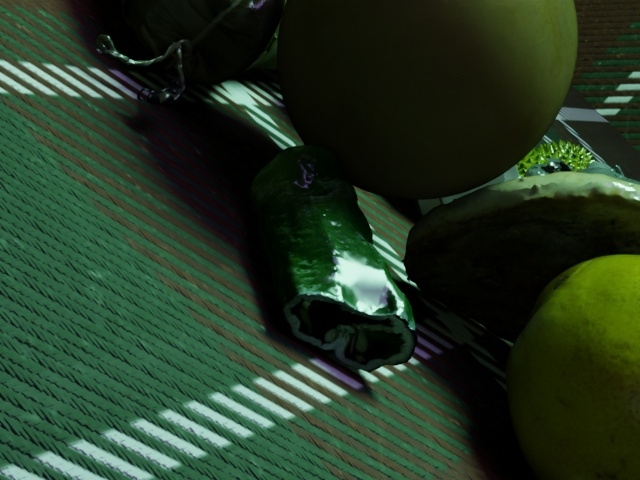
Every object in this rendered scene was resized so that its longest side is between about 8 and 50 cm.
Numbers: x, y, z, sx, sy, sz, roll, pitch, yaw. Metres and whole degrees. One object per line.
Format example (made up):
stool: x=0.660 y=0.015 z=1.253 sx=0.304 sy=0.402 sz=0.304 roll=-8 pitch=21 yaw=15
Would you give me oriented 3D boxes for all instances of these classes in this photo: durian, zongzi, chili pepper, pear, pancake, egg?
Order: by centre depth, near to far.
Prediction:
chili pepper: x=0.000 y=0.000 z=1.519 sx=0.136 sy=0.099 sz=0.270 roll=8 pitch=38 yaw=-20
pear: x=0.340 y=0.165 z=1.547 sx=0.336 sy=0.285 sz=0.285 roll=26 pitch=2 yaw=42
egg: x=0.105 y=-0.193 z=1.637 sx=0.301 sy=0.301 sz=0.374 roll=44 pitch=-14 yaw=2
pancake: x=0.267 y=0.034 z=1.717 sx=0.356 sy=0.356 sz=0.065 roll=32 pitch=55 yaw=-32
zongzi: x=-0.070 y=-0.220 z=1.760 sx=0.418 sy=0.181 sz=0.447 roll=38 pitch=18 yaw=-35
durian: x=0.335 y=-0.073 z=2.307 sx=0.146 sy=0.159 sz=0.198 roll=48 pitch=17 yaw=16

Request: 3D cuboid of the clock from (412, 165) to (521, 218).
clock: x=0.136 y=-0.209 z=1.976 sx=0.235 sy=0.166 sz=0.310 roll=-114 pitch=-178 yaw=-51

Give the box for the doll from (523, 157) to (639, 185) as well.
doll: x=0.352 y=0.001 z=1.990 sx=0.246 sy=0.158 sz=0.340 roll=60 pitch=30 yaw=8
